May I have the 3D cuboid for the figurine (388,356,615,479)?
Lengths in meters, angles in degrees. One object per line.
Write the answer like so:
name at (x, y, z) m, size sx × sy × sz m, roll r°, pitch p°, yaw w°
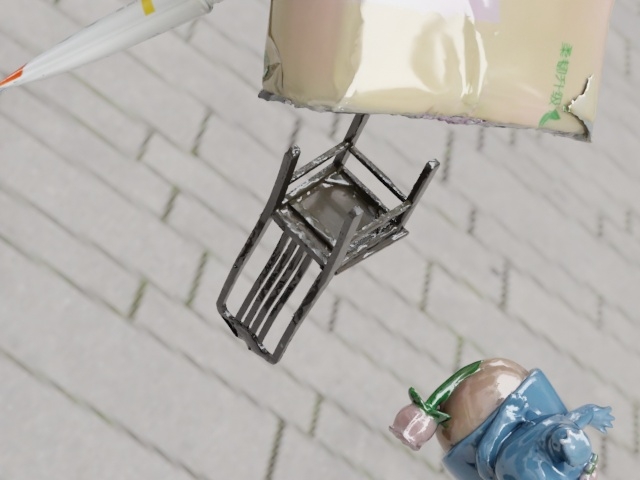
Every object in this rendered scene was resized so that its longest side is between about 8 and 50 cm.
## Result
figurine at (0.131, 0.134, 1.257) m, size 0.144 × 0.114 × 0.178 m, roll 35°, pitch -2°, yaw -14°

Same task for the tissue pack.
tissue pack at (0.079, -0.197, 1.086) m, size 0.215 × 0.256 × 0.123 m, roll 4°, pitch 5°, yaw -30°

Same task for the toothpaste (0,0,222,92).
toothpaste at (-0.138, -0.139, 1.205) m, size 0.031 × 0.190 × 0.048 m, roll 65°, pitch 15°, yaw -5°

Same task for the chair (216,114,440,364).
chair at (0.000, 0.000, 1.387) m, size 0.084 × 0.212 × 0.101 m, roll 45°, pitch 52°, yaw 16°
